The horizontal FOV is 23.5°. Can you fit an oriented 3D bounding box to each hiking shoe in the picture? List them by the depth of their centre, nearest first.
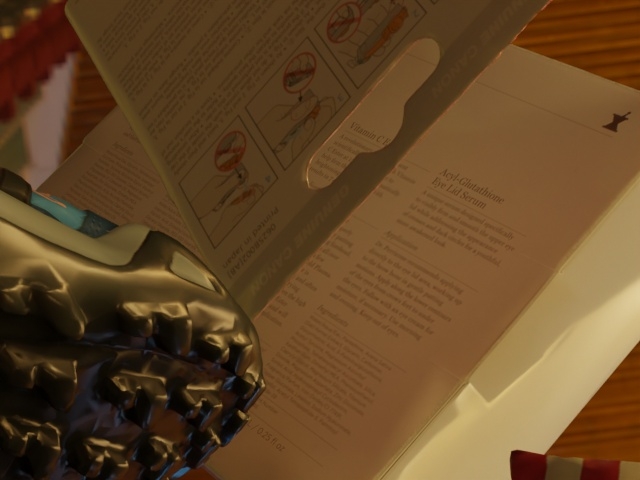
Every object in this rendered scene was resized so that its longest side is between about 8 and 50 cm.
[{"bbox_3d":[-0.111,-0.001,0.375,0.132,0.113,0.304,51,4,27],"label":"hiking shoe"}]

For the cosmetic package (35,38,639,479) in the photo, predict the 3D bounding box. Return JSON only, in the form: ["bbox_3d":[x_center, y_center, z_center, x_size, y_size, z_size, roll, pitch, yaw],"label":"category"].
[{"bbox_3d":[0.000,0.000,0.880,0.377,0.284,0.097,31,-14,47],"label":"cosmetic package"}]

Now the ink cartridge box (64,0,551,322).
[{"bbox_3d":[-0.003,-0.096,0.647,0.066,0.189,0.232,23,25,-48],"label":"ink cartridge box"}]

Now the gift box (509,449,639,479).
[{"bbox_3d":[0.051,0.217,0.388,0.276,0.255,0.258,-105,170,-51],"label":"gift box"}]
